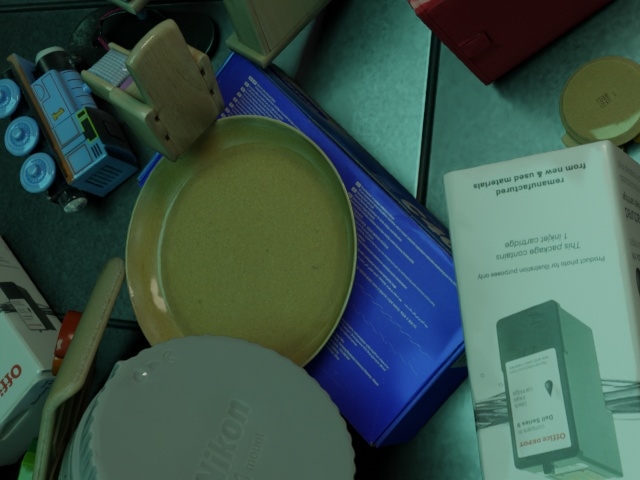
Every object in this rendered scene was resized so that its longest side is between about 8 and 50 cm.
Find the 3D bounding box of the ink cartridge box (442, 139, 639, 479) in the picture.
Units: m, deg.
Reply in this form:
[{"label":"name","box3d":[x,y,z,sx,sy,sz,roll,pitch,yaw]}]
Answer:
[{"label":"ink cartridge box","box3d":[0.193,0.095,0.810,0.121,0.211,0.289,-11,80,26]}]

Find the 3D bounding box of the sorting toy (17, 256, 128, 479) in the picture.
[{"label":"sorting toy","box3d":[-0.237,0.176,0.973,0.041,0.307,0.229,18,120,-6]}]

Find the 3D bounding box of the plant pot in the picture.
[{"label":"plant pot","box3d":[-0.066,0.011,0.976,0.236,0.032,0.236,-3,83,30]}]

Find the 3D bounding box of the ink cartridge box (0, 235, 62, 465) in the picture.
[{"label":"ink cartridge box","box3d":[-0.353,0.111,1.173,0.153,0.087,0.208,-47,65,16]}]

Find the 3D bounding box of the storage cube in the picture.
[{"label":"storage cube","box3d":[0.140,-0.267,0.884,0.193,0.215,0.183,-34,69,15]}]

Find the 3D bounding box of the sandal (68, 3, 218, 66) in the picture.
[{"label":"sandal","box3d":[-0.187,-0.211,1.148,0.179,0.040,0.067,5,86,29]}]

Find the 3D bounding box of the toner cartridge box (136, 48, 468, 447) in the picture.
[{"label":"toner cartridge box","box3d":[0.000,0.000,1.002,0.348,0.075,0.165,47,105,25]}]

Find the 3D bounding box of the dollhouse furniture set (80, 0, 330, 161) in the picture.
[{"label":"dollhouse furniture set","box3d":[-0.167,-0.285,0.995,0.303,0.198,0.286,32,71,29]}]

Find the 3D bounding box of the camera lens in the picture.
[{"label":"camera lens","box3d":[-0.107,0.234,0.905,0.219,0.219,0.274,50,140,24]}]

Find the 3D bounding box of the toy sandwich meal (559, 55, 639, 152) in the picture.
[{"label":"toy sandwich meal","box3d":[0.232,-0.107,0.917,0.085,0.029,0.085,-7,76,27]}]

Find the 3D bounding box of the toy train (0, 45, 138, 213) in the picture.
[{"label":"toy train","box3d":[-0.267,-0.118,1.163,0.105,0.080,0.184,-34,68,12]}]
